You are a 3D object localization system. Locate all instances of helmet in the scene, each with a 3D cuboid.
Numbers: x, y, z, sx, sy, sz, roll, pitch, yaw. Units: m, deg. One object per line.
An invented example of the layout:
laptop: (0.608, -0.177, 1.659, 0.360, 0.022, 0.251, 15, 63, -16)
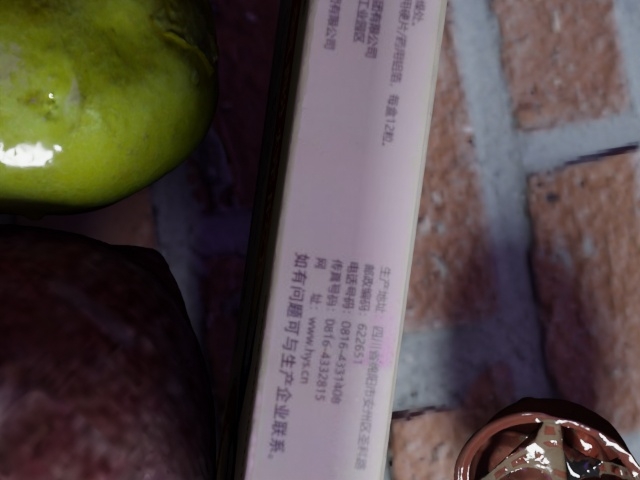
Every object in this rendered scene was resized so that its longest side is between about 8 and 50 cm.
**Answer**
helmet: (0.123, 0.117, 0.990, 0.111, 0.057, 0.089, 37, 116, -9)

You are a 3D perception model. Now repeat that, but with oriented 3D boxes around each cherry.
cherry: (-0.158, 0.111, 0.872, 0.230, 0.203, 0.300, 13, 57, 32)

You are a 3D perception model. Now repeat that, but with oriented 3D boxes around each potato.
potato: (-0.171, -0.094, 0.905, 0.253, 0.186, 0.148, 0, 111, -14)

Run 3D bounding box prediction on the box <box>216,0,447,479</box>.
box: (0.000, 0.000, 0.904, 0.069, 0.214, 0.353, 7, 83, -6)
